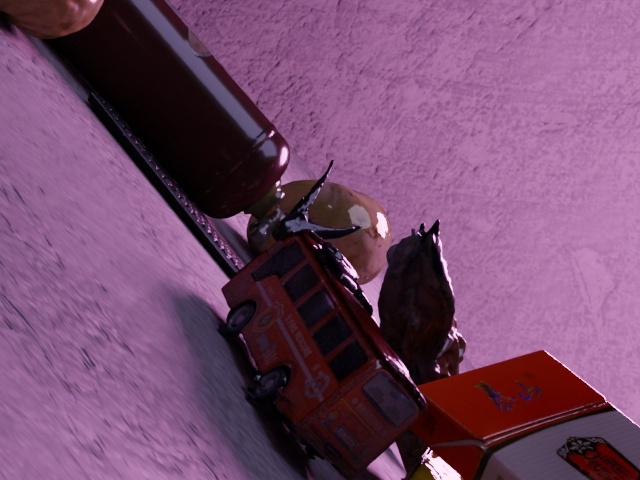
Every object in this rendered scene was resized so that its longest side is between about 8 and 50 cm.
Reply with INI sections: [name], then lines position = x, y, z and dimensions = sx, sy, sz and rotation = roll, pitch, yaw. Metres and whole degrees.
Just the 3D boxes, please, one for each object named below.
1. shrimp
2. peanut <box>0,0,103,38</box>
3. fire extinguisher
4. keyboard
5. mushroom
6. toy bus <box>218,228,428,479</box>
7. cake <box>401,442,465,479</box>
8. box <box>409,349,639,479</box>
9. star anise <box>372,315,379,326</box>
[shrimp]
position = 0.082, 0.118, 1.251
dimensions = 0.317, 0.062, 0.164
rotation = 82, -11, -47
[peanut]
position = -0.233, -0.230, 1.412
dimensions = 0.140, 0.109, 0.159
rotation = 37, 20, -14
[fire extinguisher]
position = -0.100, -0.115, 1.574
dimensions = 0.344, 0.138, 0.102
rotation = 48, -37, -6
[keyboard]
position = -0.125, -0.043, 1.479
dimensions = 0.202, 0.011, 0.067
rotation = 50, 4, 10
[mushroom]
position = 0.000, 0.000, 1.685
dimensions = 0.148, 0.112, 0.148
rotation = 6, -6, 1
[toy bus]
position = -0.004, 0.071, 1.178
dimensions = 0.073, 0.096, 0.235
rotation = 49, 5, -26
[cake]
position = 0.048, 0.174, 1.094
dimensions = 0.116, 0.080, 0.185
rotation = 31, 22, -27
[box]
position = 0.179, 0.160, 1.103
dimensions = 0.139, 0.035, 0.245
rotation = -10, 41, -42
[star anise]
position = 0.041, 0.107, 1.514
dimensions = 0.204, 0.061, 0.180
rotation = 53, 6, 36
